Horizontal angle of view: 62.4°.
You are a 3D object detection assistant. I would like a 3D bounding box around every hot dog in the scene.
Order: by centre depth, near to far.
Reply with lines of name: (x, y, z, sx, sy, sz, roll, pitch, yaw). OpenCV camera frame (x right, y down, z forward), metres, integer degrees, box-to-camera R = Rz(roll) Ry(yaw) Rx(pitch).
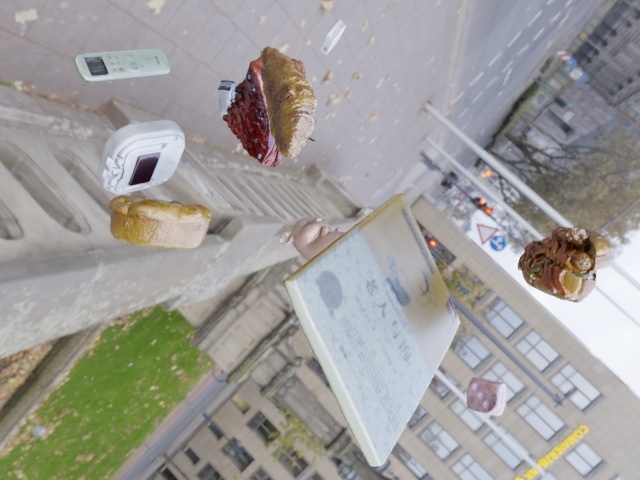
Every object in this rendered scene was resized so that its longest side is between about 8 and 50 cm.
hot dog: (0.506, 0.039, 1.135, 0.158, 0.117, 0.349, -58, 172, 8)

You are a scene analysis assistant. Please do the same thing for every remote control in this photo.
remote control: (-0.609, -0.543, 1.642, 0.038, 0.090, 0.309, -17, -174, 44)

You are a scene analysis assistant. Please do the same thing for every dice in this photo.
dice: (0.476, 0.445, 1.514, 0.094, 0.091, 0.093, 19, 78, -55)

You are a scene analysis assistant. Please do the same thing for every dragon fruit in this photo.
dragon fruit: (-0.089, -0.423, 1.625, 0.329, 0.228, 0.286, -33, 170, -37)

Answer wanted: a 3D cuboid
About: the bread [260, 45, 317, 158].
bread: (-0.054, -0.255, 0.959, 0.076, 0.233, 0.105, -3, 159, -31)

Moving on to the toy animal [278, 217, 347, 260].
toy animal: (0.002, 0.007, 1.847, 0.166, 0.250, 0.154, 24, 90, -59)

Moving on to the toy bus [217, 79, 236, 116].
toy bus: (-0.345, -0.522, 1.958, 0.075, 0.060, 0.123, -75, 170, -46)

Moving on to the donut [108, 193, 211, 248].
donut: (-0.524, -0.065, 1.740, 0.299, 0.317, 0.150, -13, 113, -70)

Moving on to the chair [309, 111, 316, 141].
chair: (-0.122, -0.562, 2.443, 0.172, 0.247, 0.159, -16, 131, -20)

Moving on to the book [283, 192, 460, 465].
book: (0.103, 0.099, 0.791, 0.032, 0.269, 0.389, -20, -170, 34)

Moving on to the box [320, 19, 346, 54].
box: (0.049, -0.804, 2.100, 0.084, 0.040, 0.154, -50, -174, -7)

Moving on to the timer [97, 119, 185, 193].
timer: (-0.528, -0.241, 1.572, 0.237, 0.087, 0.262, -24, 162, -44)
